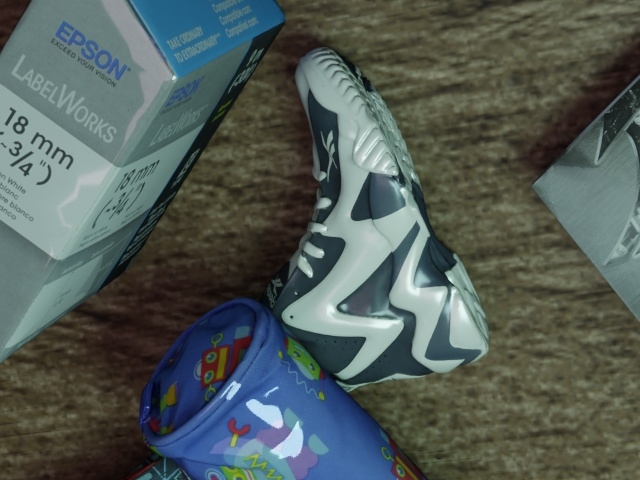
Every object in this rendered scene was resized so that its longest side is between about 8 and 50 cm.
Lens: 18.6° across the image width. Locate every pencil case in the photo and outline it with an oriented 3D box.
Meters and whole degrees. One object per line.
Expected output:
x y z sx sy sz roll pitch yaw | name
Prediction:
0.005 0.179 1.304 0.133 0.119 0.306 -35 113 16 | pencil case

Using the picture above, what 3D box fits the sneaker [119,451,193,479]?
-0.121 0.211 1.386 0.262 0.125 0.104 -37 93 21 | sneaker

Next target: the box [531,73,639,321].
0.268 -0.011 1.212 0.183 0.056 0.231 -45 64 20 | box

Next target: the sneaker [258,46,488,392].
0.000 0.000 1.313 0.153 0.094 0.235 -24 107 11 | sneaker

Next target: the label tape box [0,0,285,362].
-0.121 -0.106 1.239 0.106 0.240 0.333 36 111 4 | label tape box
